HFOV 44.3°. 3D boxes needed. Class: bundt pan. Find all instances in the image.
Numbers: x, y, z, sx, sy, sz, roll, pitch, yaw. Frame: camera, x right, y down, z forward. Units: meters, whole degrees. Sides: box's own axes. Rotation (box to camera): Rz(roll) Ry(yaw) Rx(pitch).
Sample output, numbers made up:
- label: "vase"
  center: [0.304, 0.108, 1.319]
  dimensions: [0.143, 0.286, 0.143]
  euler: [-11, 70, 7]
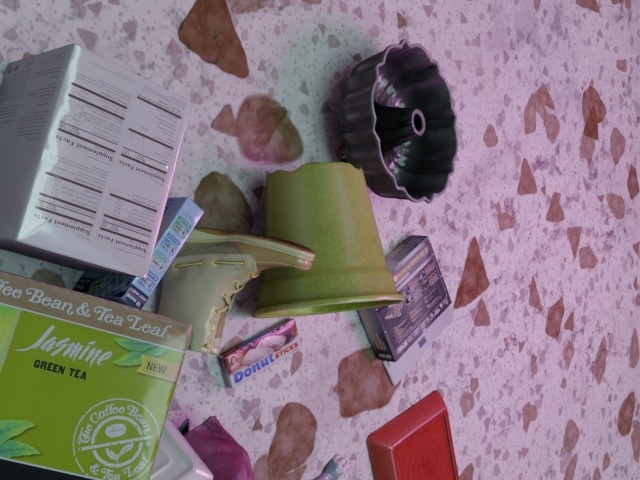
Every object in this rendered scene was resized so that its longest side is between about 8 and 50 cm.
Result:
- label: "bundt pan"
  center: [0.150, -0.232, 1.608]
  dimensions: [0.331, 0.124, 0.331]
  euler: [8, 80, -50]

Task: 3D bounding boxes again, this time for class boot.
- label: "boot"
  center: [-0.145, 0.087, 1.282]
  dimensions: [0.095, 0.262, 0.203]
  euler: [19, 78, -81]

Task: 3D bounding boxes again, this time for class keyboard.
- label: "keyboard"
  center: [0.228, 0.224, 1.798]
  dimensions: [0.256, 0.014, 0.072]
  euler: [-41, 124, -35]

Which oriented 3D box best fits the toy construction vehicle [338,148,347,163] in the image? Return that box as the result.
- label: "toy construction vehicle"
  center: [0.047, -0.129, 1.598]
  dimensions: [0.086, 0.035, 0.098]
  euler: [-48, 123, -42]

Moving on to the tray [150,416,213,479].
- label: "tray"
  center: [-0.289, 0.284, 1.171]
  dimensions: [0.145, 0.030, 0.270]
  euler: [-29, 71, -40]

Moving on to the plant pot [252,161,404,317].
- label: "plant pot"
  center: [0.000, 0.000, 1.421]
  dimensions: [0.276, 0.276, 0.254]
  euler: [1, 79, -44]

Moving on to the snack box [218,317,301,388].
- label: "snack box"
  center: [-0.109, 0.207, 1.462]
  dimensions: [0.178, 0.022, 0.064]
  euler: [-26, 110, -41]

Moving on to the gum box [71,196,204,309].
- label: "gum box"
  center: [-0.280, 0.017, 1.197]
  dimensions: [0.041, 0.157, 0.184]
  euler: [46, 62, -34]

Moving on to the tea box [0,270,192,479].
- label: "tea box"
  center: [-0.371, 0.218, 0.991]
  dimensions: [0.329, 0.220, 0.323]
  euler: [16, 77, -13]

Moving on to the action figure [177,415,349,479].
- label: "action figure"
  center: [-0.112, 0.434, 1.232]
  dimensions: [0.248, 0.370, 0.276]
  euler: [-62, 165, 8]

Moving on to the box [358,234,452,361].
- label: "box"
  center: [0.180, 0.124, 1.715]
  dimensions: [0.231, 0.056, 0.183]
  euler: [-40, 117, -36]

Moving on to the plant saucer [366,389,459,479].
- label: "plant saucer"
  center: [0.225, 0.508, 1.781]
  dimensions: [0.259, 0.048, 0.258]
  euler: [-22, 106, -41]

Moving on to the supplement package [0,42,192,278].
- label: "supplement package"
  center: [-0.342, -0.101, 1.102]
  dimensions: [0.198, 0.199, 0.262]
  euler: [22, 76, -43]
